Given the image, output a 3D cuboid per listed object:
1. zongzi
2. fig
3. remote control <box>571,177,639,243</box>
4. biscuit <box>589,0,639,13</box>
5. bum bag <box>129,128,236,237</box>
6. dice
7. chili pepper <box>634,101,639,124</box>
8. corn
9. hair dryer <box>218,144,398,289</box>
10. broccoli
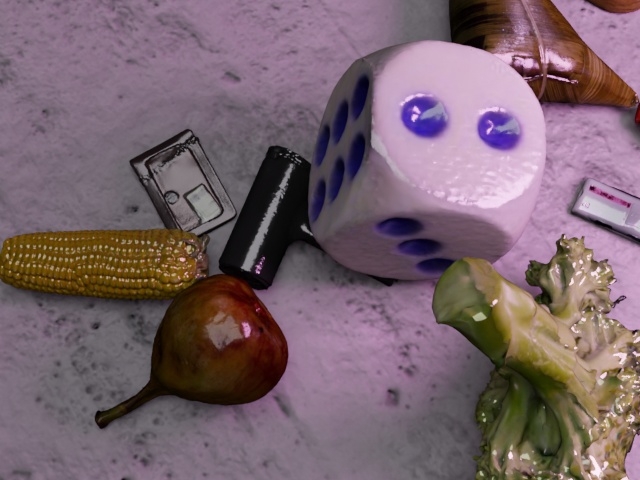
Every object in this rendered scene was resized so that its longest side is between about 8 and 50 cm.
[{"bbox_3d":[0.335,-0.325,1.705,0.288,0.134,0.286,5,68,-11],"label":"zongzi"},{"bbox_3d":[-0.190,0.150,1.554,0.290,0.190,0.190,-10,72,16],"label":"fig"},{"bbox_3d":[0.455,-0.037,1.654,0.166,0.029,0.065,25,76,9],"label":"remote control"},{"bbox_3d":[0.468,-0.567,1.792,0.394,0.076,0.368,-36,75,-9],"label":"biscuit"},{"bbox_3d":[-0.203,-0.078,1.693,0.109,0.026,0.159,-28,80,-6],"label":"bum bag"},{"bbox_3d":[0.136,-0.100,1.534,0.251,0.259,0.243,8,69,-17],"label":"dice"},{"bbox_3d":[0.589,-0.158,1.659,0.253,0.136,0.144,1,118,12],"label":"chili pepper"},{"bbox_3d":[-0.310,0.035,1.618,0.305,0.106,0.106,-1,73,4],"label":"corn"},{"bbox_3d":[0.000,0.000,1.634,0.251,0.089,0.197,24,75,2],"label":"hair dryer"},{"bbox_3d":[0.270,0.193,1.418,0.275,0.397,0.353,-29,78,19],"label":"broccoli"}]
